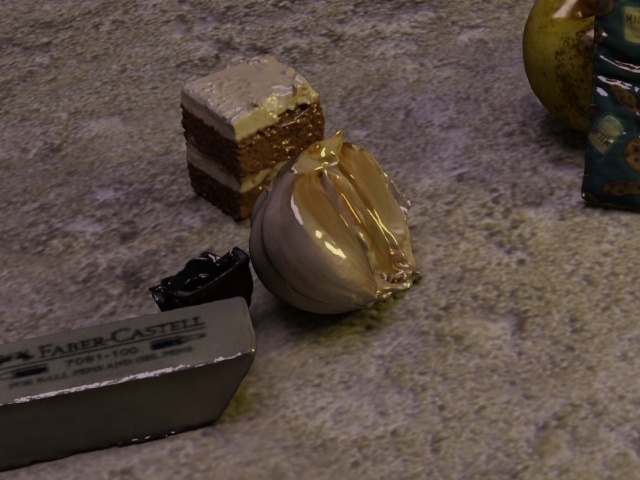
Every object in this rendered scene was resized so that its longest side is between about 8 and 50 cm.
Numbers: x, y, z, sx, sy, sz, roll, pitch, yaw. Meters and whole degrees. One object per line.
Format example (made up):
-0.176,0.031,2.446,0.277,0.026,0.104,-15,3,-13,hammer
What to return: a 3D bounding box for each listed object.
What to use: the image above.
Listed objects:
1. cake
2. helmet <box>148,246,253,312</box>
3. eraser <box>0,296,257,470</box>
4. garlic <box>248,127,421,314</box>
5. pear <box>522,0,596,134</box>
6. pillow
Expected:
-0.078,-0.122,2.004,0.135,0.147,0.134,-28,35,-24,cake
-0.111,0.058,1.784,0.098,0.070,0.123,-36,21,-30,helmet
-0.232,0.141,1.689,0.353,0.077,0.111,-12,32,-4,eraser
0.000,0.000,1.813,0.143,0.178,0.229,-32,4,23,garlic
0.331,-0.209,2.017,0.197,0.197,0.197,-7,32,4,pear
0.377,-0.157,1.875,0.189,0.255,0.034,5,1,20,pillow
